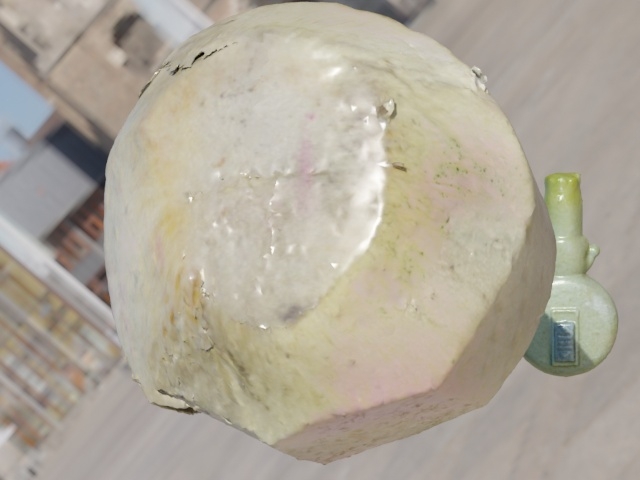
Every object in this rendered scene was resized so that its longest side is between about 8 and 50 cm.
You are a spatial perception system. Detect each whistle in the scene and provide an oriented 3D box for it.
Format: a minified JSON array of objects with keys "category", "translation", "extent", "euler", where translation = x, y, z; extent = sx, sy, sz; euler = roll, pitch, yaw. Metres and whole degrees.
[{"category":"whistle","translation":[0.236,0.034,1.587],"extent":[0.057,0.104,0.198],"euler":[-44,-46,-78]}]

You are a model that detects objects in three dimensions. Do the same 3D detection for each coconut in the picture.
[{"category":"coconut","translation":[0.000,0.000,1.203],"extent":[0.352,0.353,0.352],"euler":[-49,3,4]}]
